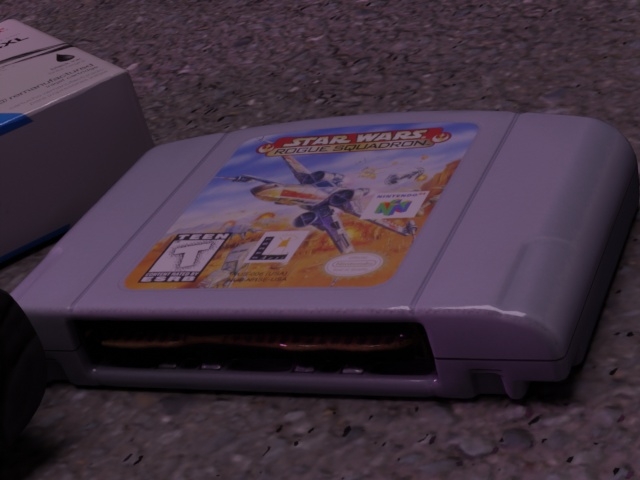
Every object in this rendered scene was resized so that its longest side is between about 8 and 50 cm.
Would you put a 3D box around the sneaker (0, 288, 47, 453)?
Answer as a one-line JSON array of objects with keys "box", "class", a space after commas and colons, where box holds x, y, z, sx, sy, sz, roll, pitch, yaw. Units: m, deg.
[{"box": [-0.270, 0.106, 0.590, 0.300, 0.111, 0.121, -25, 12, -19], "class": "sneaker"}]

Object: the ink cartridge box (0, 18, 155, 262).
[{"box": [-0.218, -0.067, 0.872, 0.148, 0.086, 0.203, -29, 31, -23], "class": "ink cartridge box"}]

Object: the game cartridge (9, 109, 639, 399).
[{"box": [0.000, 0.000, 0.673, 0.297, 0.062, 0.198, -2, 35, 26], "class": "game cartridge"}]
